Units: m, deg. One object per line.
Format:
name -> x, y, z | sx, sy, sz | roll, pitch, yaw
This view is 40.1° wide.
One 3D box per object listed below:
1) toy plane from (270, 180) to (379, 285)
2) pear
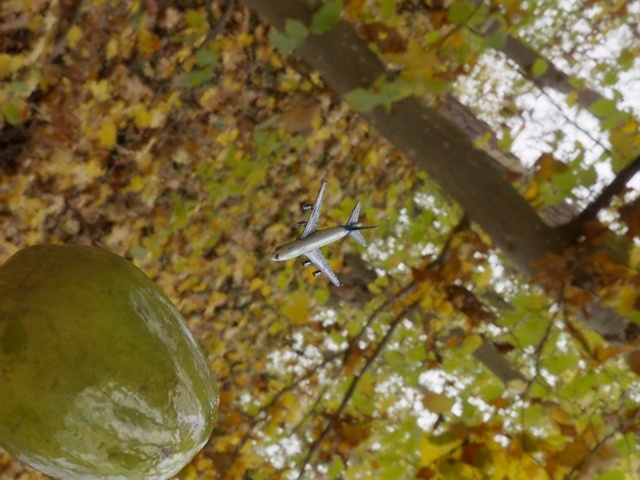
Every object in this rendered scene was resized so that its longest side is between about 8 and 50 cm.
toy plane -> -0.001, -0.001, 0.609 | 0.084, 0.078, 0.024 | -17, -160, -26
pear -> -0.266, 0.148, 1.012 | 0.253, 0.307, 0.253 | -51, -172, 11
